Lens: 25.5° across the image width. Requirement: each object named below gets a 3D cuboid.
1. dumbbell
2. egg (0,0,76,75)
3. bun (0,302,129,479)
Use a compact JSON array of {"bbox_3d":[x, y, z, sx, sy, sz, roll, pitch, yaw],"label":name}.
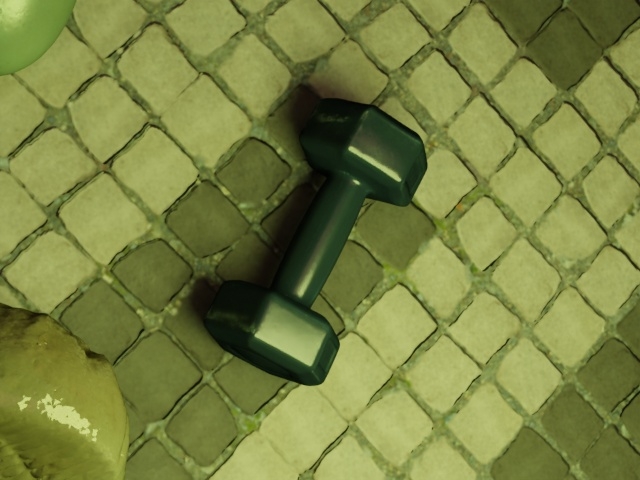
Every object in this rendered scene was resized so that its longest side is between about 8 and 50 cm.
[{"bbox_3d":[0.000,0.000,1.600,0.144,0.156,0.316,39,72,-43],"label":"dumbbell"},{"bbox_3d":[-0.346,-0.312,1.473,0.203,0.203,0.282,-2,88,-19],"label":"egg"},{"bbox_3d":[-0.328,0.168,1.432,0.282,0.281,0.204,9,40,-18],"label":"bun"}]
